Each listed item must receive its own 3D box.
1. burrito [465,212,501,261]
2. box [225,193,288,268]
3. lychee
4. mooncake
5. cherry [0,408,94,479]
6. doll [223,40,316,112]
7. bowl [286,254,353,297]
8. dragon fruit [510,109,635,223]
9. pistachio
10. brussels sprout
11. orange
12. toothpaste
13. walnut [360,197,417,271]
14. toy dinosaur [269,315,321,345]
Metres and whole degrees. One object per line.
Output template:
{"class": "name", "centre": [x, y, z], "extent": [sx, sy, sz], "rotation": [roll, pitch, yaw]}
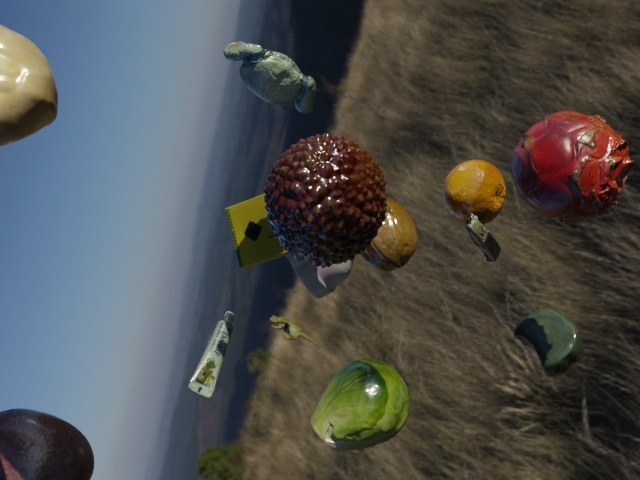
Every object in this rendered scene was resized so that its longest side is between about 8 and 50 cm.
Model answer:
{"class": "burrito", "centre": [0.391, -0.006, 1.657], "extent": [0.042, 0.171, 0.051], "rotation": [-3, 57, 41]}
{"class": "box", "centre": [-0.083, -0.046, 1.590], "extent": [0.041, 0.279, 0.153], "rotation": [3, -110, -66]}
{"class": "lychee", "centre": [0.008, -0.056, 0.948], "extent": [0.188, 0.188, 0.188], "rotation": [-168, 90, -81]}
{"class": "mooncake", "centre": [0.592, 0.269, 1.783], "extent": [0.104, 0.168, 0.175], "rotation": [58, -147, -42]}
{"class": "cherry", "centre": [-0.649, 0.502, 1.511], "extent": [0.261, 0.307, 0.221], "rotation": [-46, 5, -4]}
{"class": "doll", "centre": [-0.092, -0.319, 1.340], "extent": [0.103, 0.214, 0.071], "rotation": [-29, 37, 47]}
{"class": "bowl", "centre": [0.000, 0.000, 1.848], "extent": [0.287, 0.144, 0.287], "rotation": [59, -167, -23]}
{"class": "dragon fruit", "centre": [0.523, -0.154, 1.439], "extent": [0.252, 0.241, 0.241], "rotation": [62, 149, 31]}
{"class": "pistachio", "centre": [-0.501, -0.215, 0.999], "extent": [0.299, 0.187, 0.187], "rotation": [8, 85, 41]}
{"class": "brussels sprout", "centre": [0.105, 0.435, 1.787], "extent": [0.219, 0.271, 0.210], "rotation": [34, 155, 52]}
{"class": "orange", "centre": [0.409, -0.127, 1.822], "extent": [0.155, 0.178, 0.177], "rotation": [29, 114, 35]}
{"class": "toothpaste", "centre": [-0.276, 0.293, 1.803], "extent": [0.037, 0.067, 0.255], "rotation": [-42, 23, 46]}
{"class": "walnut", "centre": [0.173, -0.017, 1.835], "extent": [0.167, 0.167, 0.207], "rotation": [117, 135, -60]}
{"class": "toy dinosaur", "centre": [-0.052, 0.213, 1.604], "extent": [0.039, 0.162, 0.126], "rotation": [-68, -19, 2]}
